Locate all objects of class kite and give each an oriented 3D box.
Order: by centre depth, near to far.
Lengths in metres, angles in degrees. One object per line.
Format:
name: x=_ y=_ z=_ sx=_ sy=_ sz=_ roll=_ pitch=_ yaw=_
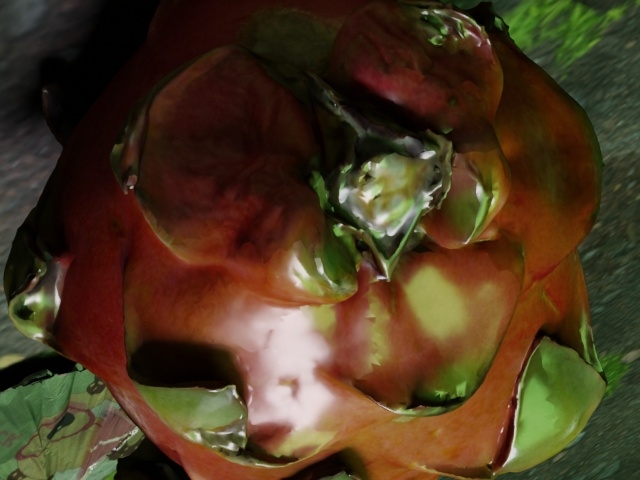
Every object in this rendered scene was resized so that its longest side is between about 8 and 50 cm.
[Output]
kite: x=-0.101 y=0.073 z=0.917 sx=0.323 sy=0.013 sz=0.268 roll=-22 pitch=154 yaw=-33

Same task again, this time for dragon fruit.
dragon fruit: x=-0.001 y=0.002 z=0.677 sx=0.224 sy=0.224 sz=0.227 roll=-36 pitch=152 yaw=2
